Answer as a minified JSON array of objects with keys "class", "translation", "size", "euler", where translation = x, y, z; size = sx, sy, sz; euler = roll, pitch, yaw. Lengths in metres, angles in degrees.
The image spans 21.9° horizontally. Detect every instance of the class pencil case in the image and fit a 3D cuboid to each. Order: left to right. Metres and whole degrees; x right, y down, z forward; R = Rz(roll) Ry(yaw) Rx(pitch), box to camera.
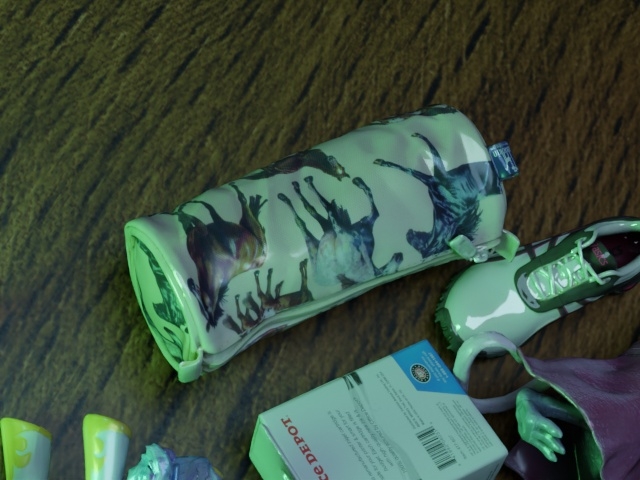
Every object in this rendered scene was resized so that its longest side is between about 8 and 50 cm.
[{"class":"pencil case","translation":[0.000,0.000,1.644],"size":[0.410,0.160,0.183],"euler":[-23,57,-27]}]

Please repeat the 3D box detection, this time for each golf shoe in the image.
[{"class":"golf shoe","translation":[0.243,0.035,1.745],"size":[0.273,0.120,0.105],"euler":[-25,81,-25]}]

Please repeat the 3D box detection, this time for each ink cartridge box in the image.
[{"class":"ink cartridge box","translation":[0.053,0.207,1.608],"size":[0.203,0.086,0.148],"euler":[-22,62,-25]}]

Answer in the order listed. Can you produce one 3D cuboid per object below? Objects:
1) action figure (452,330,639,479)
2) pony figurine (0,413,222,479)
[{"class":"action figure","translation":[0.344,0.152,1.721],"size":[0.276,0.248,0.370],"euler":[37,58,24]},{"class":"pony figurine","translation":[-0.212,0.339,1.403],"size":[0.351,0.303,0.363],"euler":[10,66,19]}]
